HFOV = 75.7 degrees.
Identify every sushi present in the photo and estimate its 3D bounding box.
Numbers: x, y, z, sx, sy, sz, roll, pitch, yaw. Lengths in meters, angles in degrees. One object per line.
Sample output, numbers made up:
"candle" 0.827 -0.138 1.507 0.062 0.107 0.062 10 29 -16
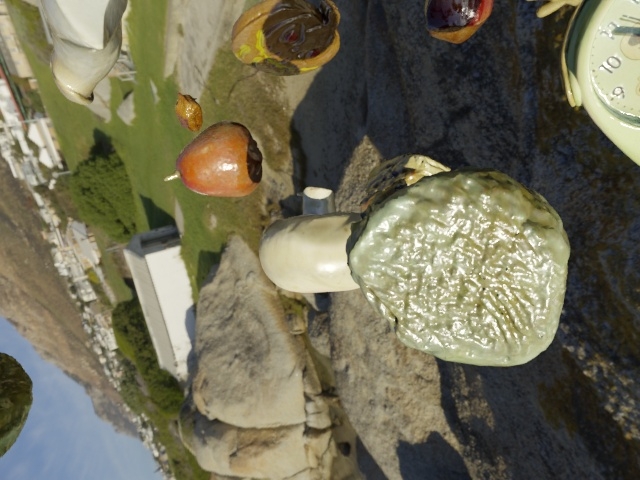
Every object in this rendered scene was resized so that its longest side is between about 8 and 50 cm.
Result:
"sushi" -0.292 -0.280 0.898 0.060 0.061 0.118 36 148 3

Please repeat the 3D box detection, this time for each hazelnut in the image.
"hazelnut" 0.341 -0.587 1.032 0.170 0.160 0.202 -47 14 28

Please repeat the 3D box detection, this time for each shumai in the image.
"shumai" 0.168 0.012 0.515 0.260 0.222 0.225 28 114 3

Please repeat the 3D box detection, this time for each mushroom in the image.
"mushroom" 0.000 0.000 0.775 0.246 0.246 0.203 -179 80 -66
"mushroom" -0.425 -0.370 0.739 0.397 0.126 0.178 3 84 59

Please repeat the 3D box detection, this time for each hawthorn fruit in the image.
"hawthorn fruit" -0.273 -0.192 1.049 0.199 0.251 0.200 161 90 -76

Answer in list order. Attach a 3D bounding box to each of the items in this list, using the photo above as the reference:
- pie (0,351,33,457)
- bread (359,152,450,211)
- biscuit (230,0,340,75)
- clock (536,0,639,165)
"pie" -0.511 0.192 0.517 0.277 0.078 0.277 40 -179 -1
"bread" 0.276 -0.094 1.141 0.192 0.314 0.370 -60 16 -1
"biscuit" -0.087 -0.630 1.305 0.350 0.394 0.070 -16 85 36
"clock" 0.374 -0.223 0.426 0.308 0.096 0.235 32 133 -9
